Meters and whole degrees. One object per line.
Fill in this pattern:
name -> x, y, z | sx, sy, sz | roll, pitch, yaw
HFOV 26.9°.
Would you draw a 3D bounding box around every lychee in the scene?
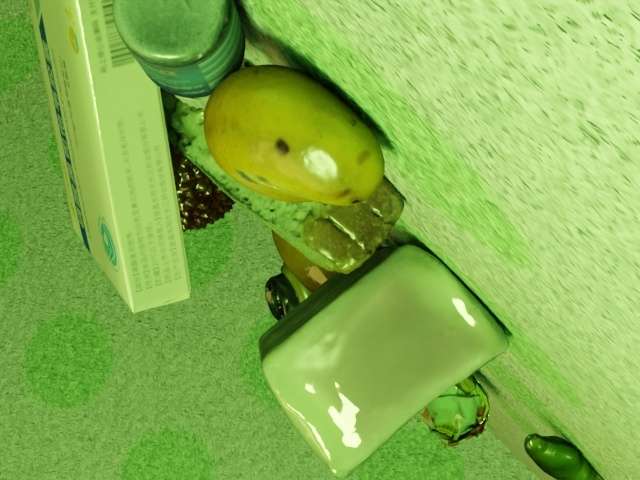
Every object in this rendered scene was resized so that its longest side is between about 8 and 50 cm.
lychee -> -0.162, -0.094, 1.539 | 0.188, 0.188, 0.188 | 45, 177, 3

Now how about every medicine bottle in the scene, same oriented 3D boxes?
medicine bottle -> -0.096, -0.149, 0.989 | 0.083, 0.083, 0.203 | 45, 179, 5

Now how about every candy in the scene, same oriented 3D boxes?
candy -> 0.049, 0.108, 1.374 | 0.145, 0.208, 0.358 | 52, 178, -1

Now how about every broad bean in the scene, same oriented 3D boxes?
broad bean -> 0.313, 0.287, 1.660 | 0.195, 0.046, 0.061 | 41, 167, -22

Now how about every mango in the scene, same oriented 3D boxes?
mango -> -0.023, -0.073, 0.944 | 0.115, 0.090, 0.178 | 36, 177, -19
mango -> 0.000, 0.000, 1.664 | 0.136, 0.099, 0.227 | 39, -171, -26

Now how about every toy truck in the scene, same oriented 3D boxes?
toy truck -> 0.034, 0.107, 1.835 | 0.165, 0.147, 0.224 | -20, 88, 66

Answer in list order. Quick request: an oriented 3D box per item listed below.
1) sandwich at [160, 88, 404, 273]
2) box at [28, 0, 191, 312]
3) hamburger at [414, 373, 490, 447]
sandwich -> -0.053, -0.077, 1.189 | 0.254, 0.099, 0.288 | 45, 178, -5
box -> -0.198, -0.129, 1.206 | 0.200, 0.065, 0.343 | -137, 36, -55
hamburger -> 0.151, 0.193, 1.982 | 0.235, 0.125, 0.214 | 55, 166, -1
